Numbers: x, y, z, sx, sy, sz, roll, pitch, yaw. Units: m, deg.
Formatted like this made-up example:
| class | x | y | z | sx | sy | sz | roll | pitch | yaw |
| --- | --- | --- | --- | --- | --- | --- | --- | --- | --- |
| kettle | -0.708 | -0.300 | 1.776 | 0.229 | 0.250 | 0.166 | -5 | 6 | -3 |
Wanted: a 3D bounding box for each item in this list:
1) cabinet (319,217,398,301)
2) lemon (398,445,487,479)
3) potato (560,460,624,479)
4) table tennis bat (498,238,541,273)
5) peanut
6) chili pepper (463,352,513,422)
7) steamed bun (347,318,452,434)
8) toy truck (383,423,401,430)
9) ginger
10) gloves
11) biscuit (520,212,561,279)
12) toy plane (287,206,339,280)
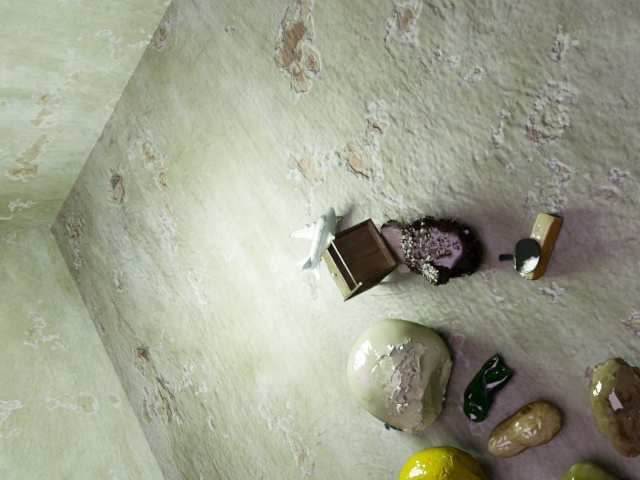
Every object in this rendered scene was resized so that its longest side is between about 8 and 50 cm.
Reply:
| class | x | y | z | sx | sy | sz | roll | pitch | yaw |
| --- | --- | --- | --- | --- | --- | --- | --- | --- | --- |
| cabinet | 0.112 | 0.068 | 2.046 | 0.174 | 0.148 | 0.215 | 61 | 160 | 11 |
| lemon | 0.359 | 0.728 | 1.910 | 0.267 | 0.267 | 0.267 | 6 | 99 | 41 |
| potato | 0.725 | 0.709 | 1.633 | 0.210 | 0.173 | 0.307 | -45 | 69 | 37 |
| table tennis bat | 0.543 | 0.043 | 1.772 | 0.158 | 0.014 | 0.095 | 169 | 104 | -66 |
| peanut | 0.556 | 0.528 | 1.795 | 0.110 | 0.120 | 0.236 | 39 | 121 | -14 |
| chili pepper | 0.480 | 0.428 | 1.890 | 0.098 | 0.061 | 0.224 | 41 | 122 | 38 |
| steamed bun | 0.217 | 0.408 | 1.989 | 0.312 | 0.233 | 0.333 | 8 | 92 | 39 |
| toy truck | 0.237 | 0.593 | 2.119 | 0.090 | 0.073 | 0.056 | -33 | 40 | 49 |
| ginger | 0.805 | 0.408 | 1.555 | 0.304 | 0.155 | 0.244 | -1 | 88 | 33 |
| gloves | 0.325 | 0.030 | 1.928 | 0.313 | 0.135 | 0.210 | -5 | 88 | 41 |
| biscuit | 0.589 | 0.015 | 1.752 | 0.056 | 0.052 | 0.187 | 38 | 119 | 50 |
| toy plane | 0.003 | 0.000 | 2.233 | 0.251 | 0.101 | 0.255 | 35 | 113 | 33 |
